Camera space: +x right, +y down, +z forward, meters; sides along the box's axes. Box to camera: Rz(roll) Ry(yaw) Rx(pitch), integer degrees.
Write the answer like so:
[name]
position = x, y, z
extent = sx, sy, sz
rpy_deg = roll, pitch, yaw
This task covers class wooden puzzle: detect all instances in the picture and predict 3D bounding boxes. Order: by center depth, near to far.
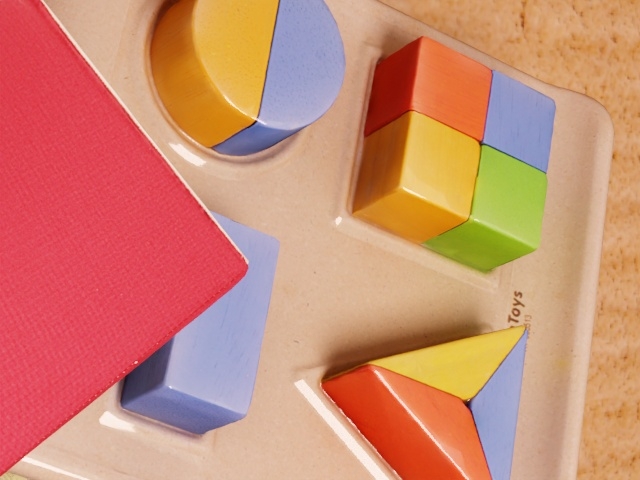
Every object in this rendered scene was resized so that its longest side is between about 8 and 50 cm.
[wooden puzzle]
position = 0.000, 0.000, 1.005
extent = 0.347, 0.080, 0.322
rpy_deg = 20, 64, -22

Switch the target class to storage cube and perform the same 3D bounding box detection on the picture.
[storage cube]
position = -0.181, -0.025, 0.809
extent = 0.193, 0.183, 0.215
rpy_deg = -39, 126, -4

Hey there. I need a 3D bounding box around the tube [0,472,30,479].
[tube]
position = -0.182, 0.144, 0.903
extent = 0.070, 0.062, 0.240
rpy_deg = 37, 29, 2
